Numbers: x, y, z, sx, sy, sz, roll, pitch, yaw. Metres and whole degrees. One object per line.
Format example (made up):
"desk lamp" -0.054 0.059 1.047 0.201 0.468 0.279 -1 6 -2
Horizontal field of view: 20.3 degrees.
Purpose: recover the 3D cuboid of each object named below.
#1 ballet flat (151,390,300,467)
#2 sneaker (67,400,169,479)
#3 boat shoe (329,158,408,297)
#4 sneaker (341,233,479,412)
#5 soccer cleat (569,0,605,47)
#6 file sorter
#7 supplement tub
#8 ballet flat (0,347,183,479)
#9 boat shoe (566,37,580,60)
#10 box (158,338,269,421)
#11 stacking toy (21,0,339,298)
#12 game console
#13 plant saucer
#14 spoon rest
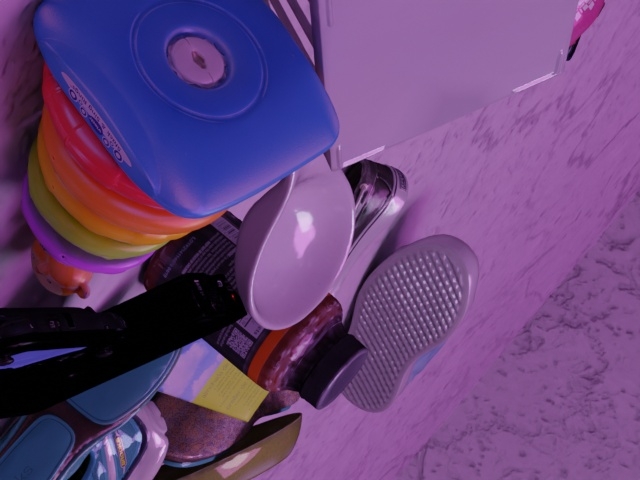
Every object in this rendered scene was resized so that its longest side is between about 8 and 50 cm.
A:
"ballet flat" -0.102 0.149 1.897 0.316 0.108 0.106 -27 132 -70
"sneaker" -0.247 0.249 1.712 0.110 0.107 0.275 -4 130 -45
"boat shoe" 0.000 0.000 1.874 0.070 0.077 0.219 20 117 -38
"sneaker" 0.125 0.079 2.358 0.150 0.135 0.366 -50 177 -38
"soccer cleat" 0.261 -0.332 1.804 0.143 0.116 0.331 8 118 -55
"file sorter" 0.056 -0.206 1.233 0.193 0.173 0.277 -24 161 -7
"supplement tub" -0.054 0.062 1.581 0.106 0.198 0.106 -47 167 -15
"ballet flat" -0.220 0.151 1.570 0.247 0.083 0.087 -48 -170 -12
"boat shoe" 0.327 -0.320 2.031 0.258 0.089 0.109 -57 165 20
"box" -0.107 0.104 1.725 0.178 0.042 0.109 25 103 -46
"stacking toy" -0.141 -0.043 1.218 0.166 0.175 0.302 -30 170 -39
"game console" -0.200 0.083 1.305 0.213 0.044 0.361 -25 171 13
"plant saucer" -0.123 0.249 1.918 0.241 0.037 0.241 -24 180 0
"spoon rest" -0.029 -0.039 1.433 0.137 0.084 0.276 -44 139 -28
